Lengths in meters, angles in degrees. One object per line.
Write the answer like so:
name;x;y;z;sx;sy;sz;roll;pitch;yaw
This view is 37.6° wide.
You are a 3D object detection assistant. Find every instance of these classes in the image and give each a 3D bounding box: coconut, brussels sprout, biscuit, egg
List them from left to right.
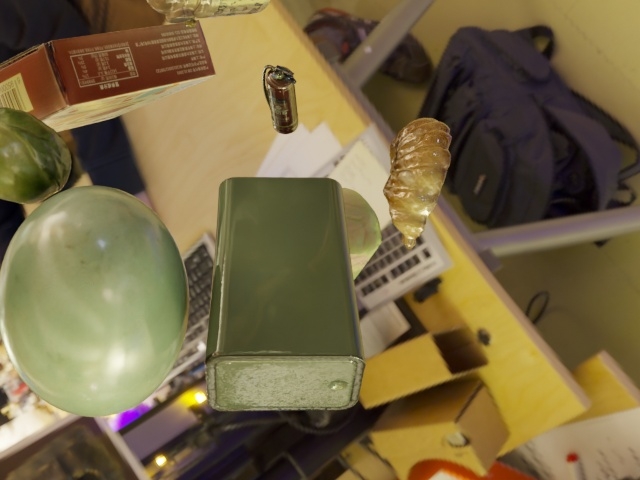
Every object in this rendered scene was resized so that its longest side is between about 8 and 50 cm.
brussels sprout;-0.458;-0.127;1.388;0.183;0.131;0.145;32;173;-29
egg;-0.332;0.097;1.388;0.276;0.276;0.389;34;136;27
coconut;0.000;0.000;1.794;0.235;0.235;0.205;6;106;43
biscuit;0.111;-0.086;1.119;0.061;0.183;0.118;19;132;-8

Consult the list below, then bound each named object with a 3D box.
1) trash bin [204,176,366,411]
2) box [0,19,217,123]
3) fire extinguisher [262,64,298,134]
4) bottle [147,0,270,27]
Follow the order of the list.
trash bin;-0.056;0.070;1.430;0.158;0.222;0.344;96;173;-54
box;-0.460;-0.302;1.828;0.344;0.385;0.122;-13;98;40
fire extinguisher;-0.060;-0.221;1.429;0.064;0.043;0.158;33;160;17
bottle;-0.174;-0.385;1.448;0.097;0.209;0.110;-8;99;44
